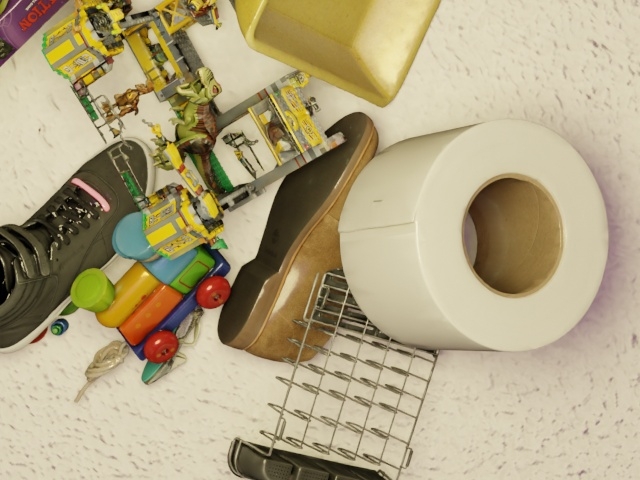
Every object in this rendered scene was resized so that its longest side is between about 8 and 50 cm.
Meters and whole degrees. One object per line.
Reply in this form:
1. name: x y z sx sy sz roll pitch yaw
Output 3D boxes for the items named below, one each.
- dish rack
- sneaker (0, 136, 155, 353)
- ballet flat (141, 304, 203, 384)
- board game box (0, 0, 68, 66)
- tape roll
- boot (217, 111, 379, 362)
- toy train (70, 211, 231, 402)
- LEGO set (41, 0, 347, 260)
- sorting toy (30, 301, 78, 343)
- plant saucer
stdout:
1. dish rack: 0.032 0.164 1.690 0.208 0.074 0.272 18 90 -33
2. sneaker: -0.297 -0.004 1.656 0.104 0.147 0.296 39 86 14
3. ballet flat: -0.168 0.123 1.742 0.041 0.041 0.114 27 97 -2
4. board game box: -0.386 -0.238 1.624 0.347 0.208 0.056 -43 132 6
5. tape roll: 0.164 -0.002 1.611 0.246 0.169 0.246 2 86 -27
6. boot: 0.000 0.000 1.708 0.115 0.112 0.305 25 98 -25
7. toy train: -0.229 0.080 1.670 0.248 0.143 0.105 -46 54 5
8. LEGO set: -0.119 -0.160 1.598 0.192 0.255 0.331 -28 84 30
9. sorting toy: -0.319 0.085 1.735 0.102 0.042 0.061 -42 94 4
10. plant saucer: 0.043 -0.333 1.577 0.081 0.333 0.333 27 96 28
